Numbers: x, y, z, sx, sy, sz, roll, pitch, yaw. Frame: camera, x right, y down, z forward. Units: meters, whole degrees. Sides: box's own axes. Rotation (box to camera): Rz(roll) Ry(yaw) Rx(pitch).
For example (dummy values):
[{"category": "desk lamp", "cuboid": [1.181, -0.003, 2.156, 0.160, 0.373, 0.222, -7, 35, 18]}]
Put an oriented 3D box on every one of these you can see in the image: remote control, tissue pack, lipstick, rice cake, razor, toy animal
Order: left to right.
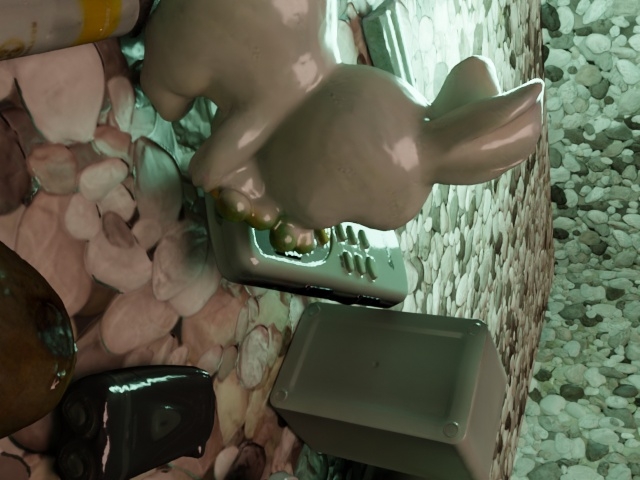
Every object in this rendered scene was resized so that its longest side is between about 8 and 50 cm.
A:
[{"category": "lipstick", "cuboid": [-0.214, -0.128, 0.361, 0.264, 0.059, 0.059, -43, 130, -53]}, {"category": "razor", "cuboid": [-0.150, 0.150, 0.524, 0.148, 0.054, 0.090, 10, 85, -63]}, {"category": "remote control", "cuboid": [0.000, 0.000, 0.689, 0.296, 0.056, 0.140, 16, 55, -49]}, {"category": "toy animal", "cuboid": [0.009, -0.125, 0.545, 0.247, 0.310, 0.183, -47, -178, 17]}, {"category": "tissue pack", "cuboid": [0.087, 0.184, 0.774, 0.136, 0.246, 0.160, 60, 44, -46]}, {"category": "rice cake", "cuboid": [0.119, -0.271, 0.993, 0.085, 0.040, 0.226, -64, 145, -35]}]

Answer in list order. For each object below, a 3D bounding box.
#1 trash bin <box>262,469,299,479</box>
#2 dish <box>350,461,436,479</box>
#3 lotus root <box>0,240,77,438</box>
[{"category": "trash bin", "cuboid": [0.035, 0.426, 0.576, 0.296, 0.367, 0.256, -49, 135, -48]}, {"category": "dish", "cuboid": [0.103, 0.332, 0.913, 0.324, 0.124, 0.324, 17, 90, -86]}, {"category": "lotus root", "cuboid": [-0.220, 0.034, 0.300, 0.241, 0.123, 0.123, 53, 46, -48]}]
